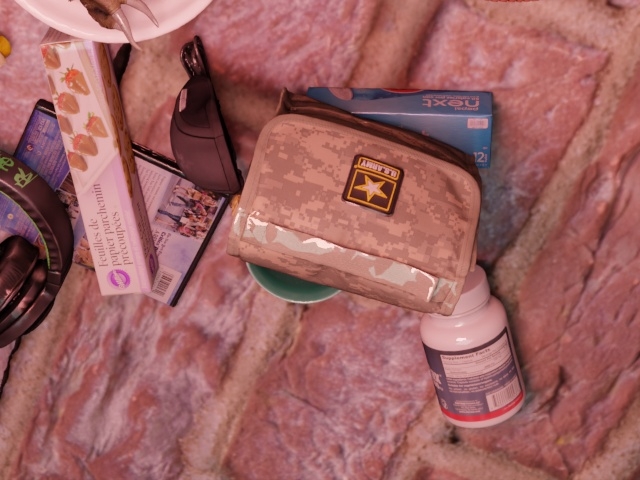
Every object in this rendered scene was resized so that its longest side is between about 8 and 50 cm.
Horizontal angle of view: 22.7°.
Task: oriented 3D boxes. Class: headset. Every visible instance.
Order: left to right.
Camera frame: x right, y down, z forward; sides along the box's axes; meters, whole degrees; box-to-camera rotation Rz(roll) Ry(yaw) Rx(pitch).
[{"bbox_3d":[-0.432,0.063,1.870,0.243,0.185,0.394,19,132,-1],"label":"headset"}]

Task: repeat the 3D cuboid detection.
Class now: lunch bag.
[{"bbox_3d":[0.037,-0.031,1.619,0.235,0.287,0.169,18,107,-3],"label":"lunch bag"}]

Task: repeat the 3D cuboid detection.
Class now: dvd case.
[{"bbox_3d":[-0.251,-0.041,1.892,0.253,0.022,0.180,25,118,-8],"label":"dvd case"}]

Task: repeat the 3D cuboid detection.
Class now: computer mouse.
[{"bbox_3d":[-0.123,-0.090,1.713,0.060,0.262,0.184,-16,122,-1],"label":"computer mouse"}]

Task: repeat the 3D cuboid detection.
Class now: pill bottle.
[{"bbox_3d":[0.176,0.122,1.891,0.108,0.108,0.180,-11,118,12],"label":"pill bottle"}]

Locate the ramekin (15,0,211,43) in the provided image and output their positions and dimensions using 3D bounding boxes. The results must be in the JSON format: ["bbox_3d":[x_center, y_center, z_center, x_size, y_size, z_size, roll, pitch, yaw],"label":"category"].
[{"bbox_3d":[-0.210,-0.357,1.640,0.277,0.135,0.277,3,121,4],"label":"ramekin"}]

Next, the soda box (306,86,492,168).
[{"bbox_3d":[0.086,-0.127,1.777,0.210,0.071,0.067,3,118,5],"label":"soda box"}]

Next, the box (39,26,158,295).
[{"bbox_3d":[-0.249,-0.091,1.814,0.063,0.067,0.324,-5,118,9],"label":"box"}]

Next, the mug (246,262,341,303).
[{"bbox_3d":[-0.009,0.002,1.847,0.129,0.097,0.158,-39,110,23],"label":"mug"}]

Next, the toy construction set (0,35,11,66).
[{"bbox_3d":[-0.467,-0.316,1.697,0.327,0.151,0.215,28,144,-2],"label":"toy construction set"}]

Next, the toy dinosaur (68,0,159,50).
[{"bbox_3d":[-0.268,-0.283,1.495,0.160,0.313,0.121,24,95,18],"label":"toy dinosaur"}]

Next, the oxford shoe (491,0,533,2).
[{"bbox_3d":[0.110,-0.351,1.616,0.397,0.146,0.140,13,120,-24],"label":"oxford shoe"}]
